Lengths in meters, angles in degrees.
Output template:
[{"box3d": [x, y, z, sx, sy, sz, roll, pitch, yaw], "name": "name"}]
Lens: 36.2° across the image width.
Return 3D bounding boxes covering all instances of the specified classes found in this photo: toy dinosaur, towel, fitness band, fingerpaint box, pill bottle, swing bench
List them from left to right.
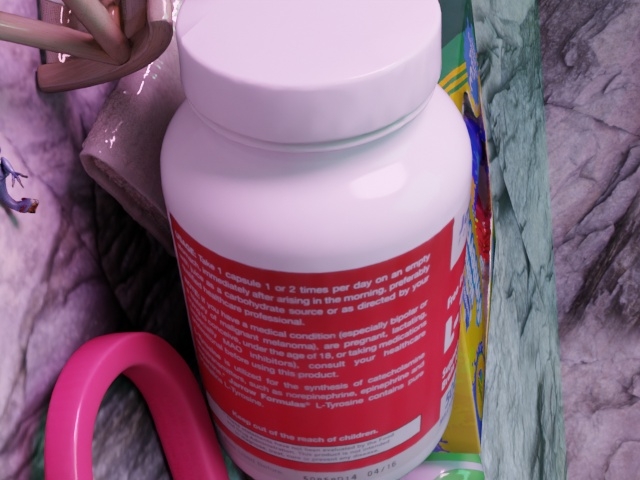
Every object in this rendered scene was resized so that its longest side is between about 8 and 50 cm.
[{"box3d": [-0.219, -0.053, 0.662, 0.082, 0.047, 0.090, 74, 5, -67], "name": "toy dinosaur"}, {"box3d": [-0.193, -0.259, 0.635, 0.254, 0.165, 0.253, 14, 69, -66], "name": "swing bench"}, {"box3d": [-0.136, 0.214, 0.750, 0.209, 0.054, 0.291, -47, 126, -65], "name": "fitness band"}, {"box3d": [-0.102, -0.085, 0.864, 0.282, 0.049, 0.187, 55, 49, -59], "name": "towel"}, {"box3d": [0.000, 0.000, 0.767, 0.229, 0.229, 0.408, -74, 166, -45], "name": "pill bottle"}, {"box3d": [0.116, -0.019, 1.186, 0.445, 0.163, 0.371, 74, 21, -43], "name": "fingerpaint box"}]

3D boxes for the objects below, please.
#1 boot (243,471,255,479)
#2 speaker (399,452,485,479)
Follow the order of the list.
[{"box3d": [-0.062, 0.274, 0.922, 0.106, 0.037, 0.114, 63, 33, -33], "name": "boot"}, {"box3d": [0.156, 0.418, 1.266, 0.131, 0.131, 0.297, 37, 49, -59], "name": "speaker"}]
